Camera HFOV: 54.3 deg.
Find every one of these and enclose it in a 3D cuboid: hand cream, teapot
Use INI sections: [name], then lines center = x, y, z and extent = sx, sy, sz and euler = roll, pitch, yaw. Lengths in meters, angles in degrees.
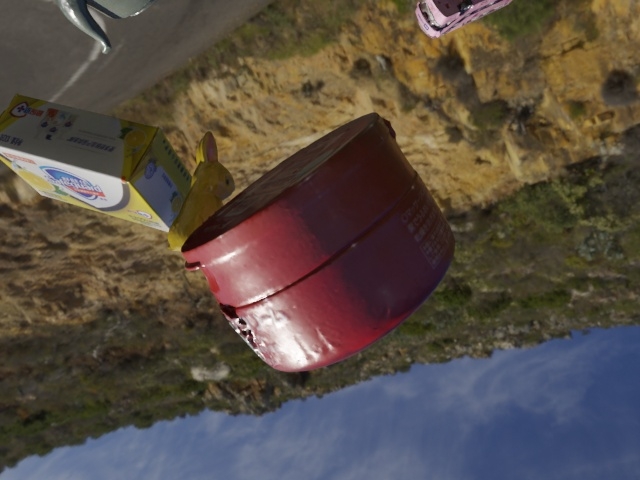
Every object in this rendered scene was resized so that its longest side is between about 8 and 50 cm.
[hand cream]
center = 0.000, 0.000, 0.580
extent = 0.230, 0.149, 0.230
euler = -34, -165, 11
[teapot]
center = -0.262, -0.373, 0.821
extent = 0.162, 0.149, 0.239
euler = 18, -97, 37

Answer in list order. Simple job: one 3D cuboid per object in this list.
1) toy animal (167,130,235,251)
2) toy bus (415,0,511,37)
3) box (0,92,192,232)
[toy animal]
center = -0.140, -0.059, 0.787
extent = 0.070, 0.159, 0.083
euler = 15, 168, -40
[toy bus]
center = 0.245, -0.387, 0.981
extent = 0.203, 0.063, 0.090
euler = -29, 175, -19
[box]
center = -0.345, -0.117, 0.953
extent = 0.265, 0.168, 0.097
euler = 16, -111, 15
